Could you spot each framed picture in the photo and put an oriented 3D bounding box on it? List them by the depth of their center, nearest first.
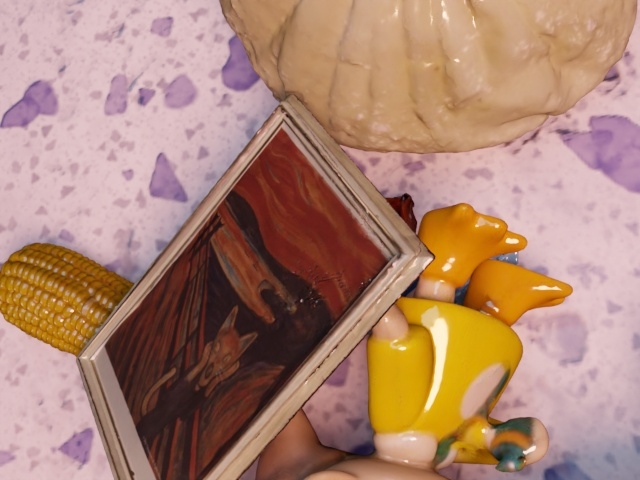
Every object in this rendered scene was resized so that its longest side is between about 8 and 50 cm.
[{"bbox_3d":[-0.066,0.050,0.652,0.273,0.016,0.216,-51,40,12],"label":"framed picture"}]

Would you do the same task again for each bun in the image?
[{"bbox_3d":[0.075,-0.248,0.726,0.352,0.227,0.349,-41,66,4],"label":"bun"}]

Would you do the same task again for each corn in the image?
[{"bbox_3d":[-0.166,0.068,0.797,0.231,0.080,0.080,22,83,22],"label":"corn"}]

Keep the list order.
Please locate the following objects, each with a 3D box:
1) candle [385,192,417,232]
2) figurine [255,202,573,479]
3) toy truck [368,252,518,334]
[{"bbox_3d":[0.000,0.000,0.786,0.162,0.053,0.048,-12,116,20],"label":"candle"},{"bbox_3d":[0.055,0.160,0.636,0.187,0.215,0.344,7,69,57],"label":"figurine"},{"bbox_3d":[0.078,0.031,0.741,0.136,0.063,0.074,-42,87,2],"label":"toy truck"}]
